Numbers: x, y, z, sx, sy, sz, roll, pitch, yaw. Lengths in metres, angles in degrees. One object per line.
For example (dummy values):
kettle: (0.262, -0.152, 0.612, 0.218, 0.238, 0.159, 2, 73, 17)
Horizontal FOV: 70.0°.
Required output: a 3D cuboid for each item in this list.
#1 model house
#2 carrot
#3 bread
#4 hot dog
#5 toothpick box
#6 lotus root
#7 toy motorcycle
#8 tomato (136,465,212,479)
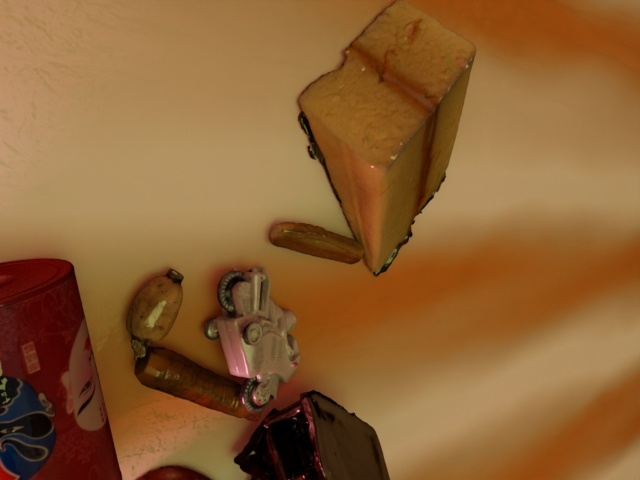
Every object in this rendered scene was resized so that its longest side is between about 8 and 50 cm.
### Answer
model house: (-0.037, 0.488, 0.859, 0.283, 0.297, 0.317, -28, 132, 24)
carrot: (-0.200, 0.256, 0.799, 0.260, 0.070, 0.070, 38, 79, -33)
bread: (0.138, -0.195, 0.954, 0.346, 0.242, 0.405, -43, 153, -23)
hot dog: (0.000, 0.000, 0.887, 0.216, 0.066, 0.047, 13, 50, -34)
toothpick box: (-0.391, 0.210, 0.586, 0.204, 0.204, 0.333, -15, 109, -30)
lotus root: (-0.266, 0.115, 0.727, 0.072, 0.063, 0.151, 22, 79, -10)
toy motorcycle: (-0.106, 0.169, 0.831, 0.171, 0.110, 0.260, -22, 104, -52)
tomato: (-0.263, 0.526, 0.802, 0.228, 0.101, 0.227, -8, 107, -29)
